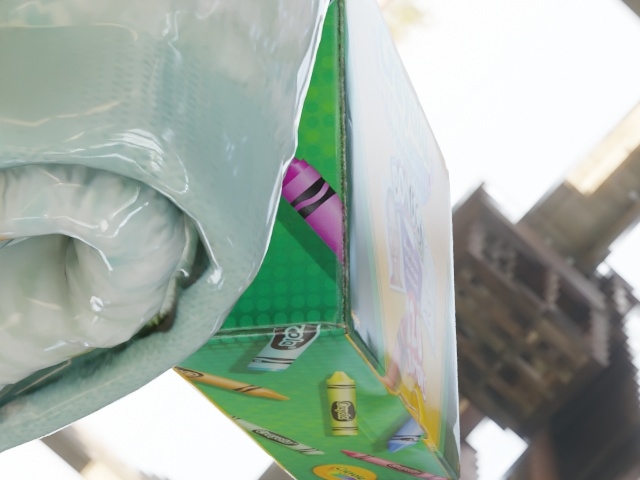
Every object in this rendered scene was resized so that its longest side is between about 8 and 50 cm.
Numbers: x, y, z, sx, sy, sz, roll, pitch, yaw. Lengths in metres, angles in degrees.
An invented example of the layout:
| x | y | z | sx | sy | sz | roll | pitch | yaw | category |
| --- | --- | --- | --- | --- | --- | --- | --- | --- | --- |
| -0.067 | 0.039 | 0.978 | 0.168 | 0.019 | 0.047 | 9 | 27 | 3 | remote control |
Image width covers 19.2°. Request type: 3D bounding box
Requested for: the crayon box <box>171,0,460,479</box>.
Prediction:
| x | y | z | sx | sy | sz | roll | pitch | yaw | category |
| --- | --- | --- | --- | --- | --- | --- | --- | --- | --- |
| 0.000 | 0.000 | 0.818 | 0.278 | 0.081 | 0.165 | 55 | 32 | -68 | crayon box |

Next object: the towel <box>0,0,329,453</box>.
| x | y | z | sx | sy | sz | roll | pitch | yaw | category |
| --- | --- | --- | --- | --- | --- | --- | --- | --- | --- |
| -0.125 | -0.078 | 0.515 | 0.374 | 0.090 | 0.320 | -24 | -134 | 41 | towel |
